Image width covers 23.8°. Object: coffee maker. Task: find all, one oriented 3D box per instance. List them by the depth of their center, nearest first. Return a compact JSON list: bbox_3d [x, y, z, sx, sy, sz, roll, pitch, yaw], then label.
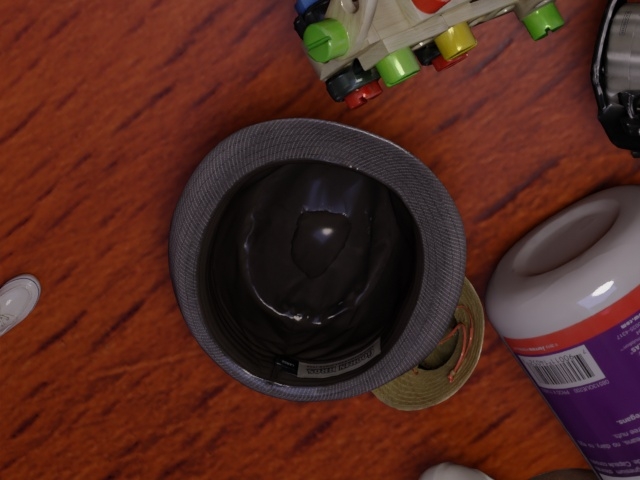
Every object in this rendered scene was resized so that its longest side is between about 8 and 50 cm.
[{"bbox_3d":[0.317,-0.122,1.178,0.178,0.171,0.120,8,85,26],"label":"coffee maker"}]

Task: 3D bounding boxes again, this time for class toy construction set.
[{"bbox_3d":[0.096,-0.203,1.123,0.215,0.328,0.151,-31,72,51],"label":"toy construction set"}]

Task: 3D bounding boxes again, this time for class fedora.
[{"bbox_3d":[0.000,0.000,1.278,0.244,0.124,0.275,11,119,2],"label":"fedora"}]

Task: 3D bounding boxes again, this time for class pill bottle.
[{"bbox_3d":[0.290,0.124,1.276,0.181,0.181,0.323,-32,106,14],"label":"pill bottle"}]

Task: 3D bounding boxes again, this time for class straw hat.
[{"bbox_3d":[0.104,0.086,1.330,0.061,0.144,0.144,13,117,-45],"label":"straw hat"}]

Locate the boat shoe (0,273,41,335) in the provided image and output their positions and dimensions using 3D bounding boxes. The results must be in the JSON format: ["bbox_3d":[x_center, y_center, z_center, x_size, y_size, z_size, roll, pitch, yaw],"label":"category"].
[{"bbox_3d":[-0.292,0.070,1.370,0.100,0.035,0.035,-38,103,16],"label":"boat shoe"}]

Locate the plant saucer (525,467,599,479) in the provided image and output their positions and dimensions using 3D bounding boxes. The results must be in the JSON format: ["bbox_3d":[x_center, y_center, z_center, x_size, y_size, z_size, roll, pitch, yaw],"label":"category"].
[{"bbox_3d":[0.237,0.294,1.424,0.168,0.029,0.168,1,111,4],"label":"plant saucer"}]

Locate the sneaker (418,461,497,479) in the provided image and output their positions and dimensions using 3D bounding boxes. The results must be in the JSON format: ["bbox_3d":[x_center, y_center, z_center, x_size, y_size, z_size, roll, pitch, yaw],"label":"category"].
[{"bbox_3d":[0.218,0.265,1.335,0.290,0.106,0.123,35,126,-20],"label":"sneaker"}]

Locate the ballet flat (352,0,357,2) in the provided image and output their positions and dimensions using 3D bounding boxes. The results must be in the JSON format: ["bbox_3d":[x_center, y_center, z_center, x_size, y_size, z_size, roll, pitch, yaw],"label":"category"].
[{"bbox_3d":[0.051,-0.287,1.204,0.079,0.077,0.221,13,117,-21],"label":"ballet flat"}]
